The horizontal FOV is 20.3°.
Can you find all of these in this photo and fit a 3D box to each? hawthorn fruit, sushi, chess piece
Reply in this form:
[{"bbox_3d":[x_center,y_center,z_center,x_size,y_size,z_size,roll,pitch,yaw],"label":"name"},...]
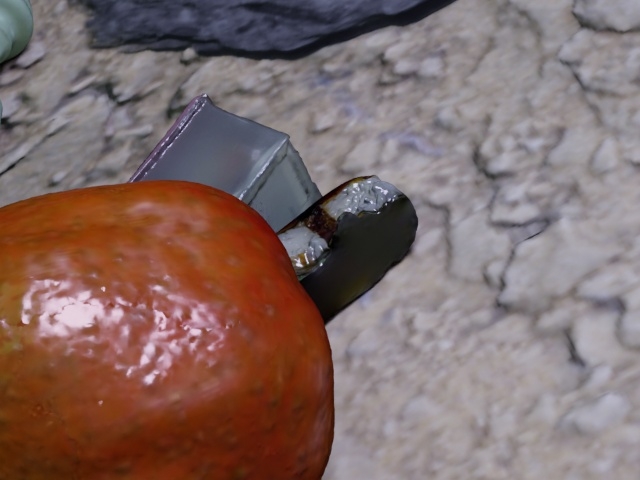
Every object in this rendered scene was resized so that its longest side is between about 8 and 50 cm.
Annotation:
[{"bbox_3d":[-0.085,0.060,0.698,0.189,0.189,0.189,-18,41,16],"label":"hawthorn fruit"},{"bbox_3d":[0.000,0.000,0.803,0.083,0.044,0.046,-38,40,-11],"label":"sushi"},{"bbox_3d":[-0.201,-0.099,1.027,0.067,0.067,0.103,-16,50,18],"label":"chess piece"}]

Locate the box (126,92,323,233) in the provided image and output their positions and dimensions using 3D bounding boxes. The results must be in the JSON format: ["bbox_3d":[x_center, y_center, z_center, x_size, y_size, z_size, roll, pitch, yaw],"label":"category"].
[{"bbox_3d":[-0.048,-0.017,0.843,0.063,0.060,0.085,15,56,36],"label":"box"}]
